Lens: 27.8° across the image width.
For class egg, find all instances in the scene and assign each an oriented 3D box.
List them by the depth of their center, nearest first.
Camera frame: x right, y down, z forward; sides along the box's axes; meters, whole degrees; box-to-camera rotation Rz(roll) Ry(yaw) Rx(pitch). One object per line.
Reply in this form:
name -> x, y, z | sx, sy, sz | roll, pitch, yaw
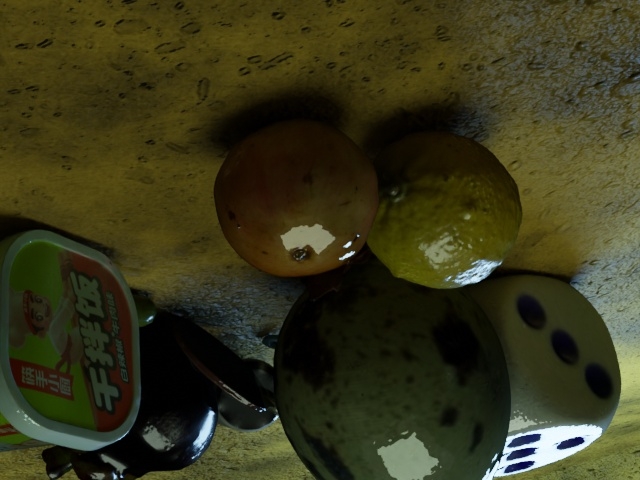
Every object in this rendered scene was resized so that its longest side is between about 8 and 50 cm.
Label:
egg -> 0.113, 0.230, 1.912 | 0.345, 0.428, 0.345 | -23, -162, 8

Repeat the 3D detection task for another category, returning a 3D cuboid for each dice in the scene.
dice -> 0.305, 0.238, 2.198 | 0.304, 0.277, 0.304 | 7, 152, -41

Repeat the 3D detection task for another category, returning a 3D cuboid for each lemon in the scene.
lemon -> 0.145, -0.037, 1.584 | 0.192, 0.192, 0.231 | -28, 152, 31

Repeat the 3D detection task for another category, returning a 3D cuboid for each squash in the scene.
squash -> -0.300, 0.090, 1.826 | 0.052, 0.052, 0.183 | -27, 151, 29

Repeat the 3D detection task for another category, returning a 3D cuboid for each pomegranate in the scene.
pomegranate -> -0.028, -0.052, 1.478 | 0.191, 0.191, 0.191 | -11, 157, -5

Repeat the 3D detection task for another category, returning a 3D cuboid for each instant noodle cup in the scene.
instant noodle cup -> -0.431, 0.159, 1.672 | 0.307, 0.294, 0.294 | -18, 157, 28

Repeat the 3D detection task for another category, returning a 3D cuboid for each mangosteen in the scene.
mangosteen -> -0.302, 0.252, 1.978 | 0.287, 0.233, 0.287 | -14, 164, -4

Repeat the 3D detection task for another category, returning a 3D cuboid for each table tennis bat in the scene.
table tennis bat -> -0.113, 0.218, 1.991 | 0.301, 0.173, 0.022 | 40, 99, -22

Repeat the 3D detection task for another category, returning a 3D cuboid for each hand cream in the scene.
hand cream -> -0.140, 0.269, 2.235 | 0.185, 0.118, 0.358 | -10, 174, -11

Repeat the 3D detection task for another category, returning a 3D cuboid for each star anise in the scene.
star anise -> -0.006, 0.007, 1.798 | 0.141, 0.144, 0.158 | -62, 157, -1

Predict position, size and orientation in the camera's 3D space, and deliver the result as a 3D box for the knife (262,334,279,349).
knife -> 0.053, 0.191, 2.119 | 0.313, 0.019, 0.045 | 12, 132, 11
